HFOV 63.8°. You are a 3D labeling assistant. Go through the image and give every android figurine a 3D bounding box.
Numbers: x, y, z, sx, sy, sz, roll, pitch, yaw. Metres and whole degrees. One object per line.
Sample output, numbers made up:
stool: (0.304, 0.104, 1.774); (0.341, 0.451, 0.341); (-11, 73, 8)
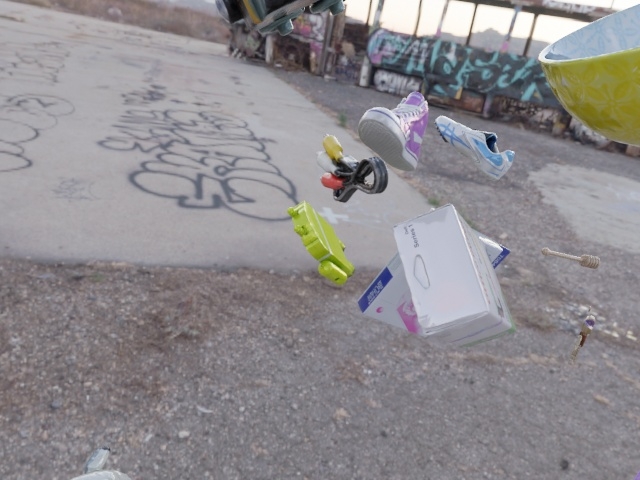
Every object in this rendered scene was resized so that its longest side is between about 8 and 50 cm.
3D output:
android figurine: (0.000, 0.000, 1.371); (0.273, 0.056, 0.248); (39, 23, -51)

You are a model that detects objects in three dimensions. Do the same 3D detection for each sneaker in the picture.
sneaker: (0.167, -0.267, 1.123); (0.102, 0.161, 0.282); (19, -1, 21)
sneaker: (0.361, -0.234, 1.215); (0.085, 0.086, 0.237); (14, 30, -46)

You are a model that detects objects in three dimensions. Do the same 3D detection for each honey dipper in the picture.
honey dipper: (0.586, 0.040, 1.210); (0.160, 0.031, 0.030); (10, 19, -17)

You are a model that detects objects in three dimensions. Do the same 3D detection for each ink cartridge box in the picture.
ink cartridge box: (0.316, 0.109, 1.357); (0.330, 0.324, 0.071); (23, 24, -30)
ink cartridge box: (0.255, 0.077, 0.956); (0.117, 0.202, 0.278); (-23, -24, 22)

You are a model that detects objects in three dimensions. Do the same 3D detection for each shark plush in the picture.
shark plush: (-0.256, 0.290, 0.532); (0.073, 0.067, 0.161); (31, 19, 14)

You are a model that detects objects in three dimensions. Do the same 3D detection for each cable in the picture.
cable: (0.049, -0.121, 1.008); (0.072, 0.140, 0.287); (-3, 20, -13)

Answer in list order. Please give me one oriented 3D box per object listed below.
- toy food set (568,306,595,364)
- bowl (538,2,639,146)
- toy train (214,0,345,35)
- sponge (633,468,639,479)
toy food set: (0.535, 0.195, 1.044); (0.019, 0.122, 0.078); (21, 3, 28)
bowl: (0.398, -0.170, 0.536); (0.289, 0.156, 0.289); (-21, 19, 8)
toy train: (0.012, -0.393, 0.702); (0.333, 0.142, 0.190); (-28, 17, -9)
sponge: (0.305, 0.140, 0.341); (0.031, 0.210, 0.117); (17, 11, -48)
